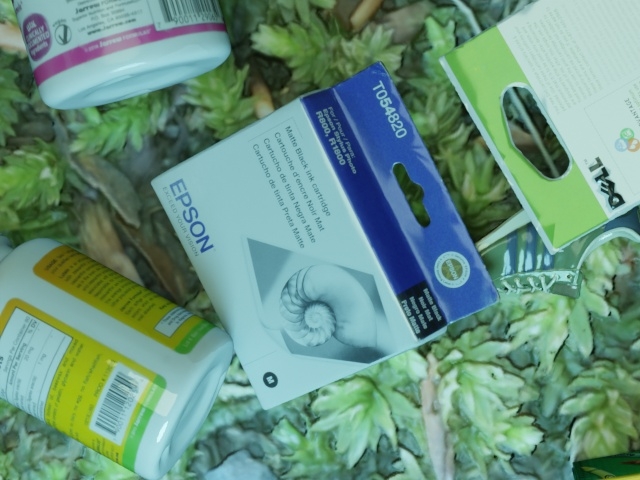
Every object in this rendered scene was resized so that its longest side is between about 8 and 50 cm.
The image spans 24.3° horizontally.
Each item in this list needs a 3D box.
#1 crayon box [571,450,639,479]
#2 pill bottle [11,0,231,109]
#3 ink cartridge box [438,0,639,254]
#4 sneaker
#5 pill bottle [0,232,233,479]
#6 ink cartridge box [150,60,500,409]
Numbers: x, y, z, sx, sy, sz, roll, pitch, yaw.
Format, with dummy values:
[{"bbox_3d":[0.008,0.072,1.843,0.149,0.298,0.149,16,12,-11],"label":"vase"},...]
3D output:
[{"bbox_3d":[0.312,0.308,1.209,0.165,0.081,0.278,-11,91,7],"label":"crayon box"},{"bbox_3d":[-0.185,-0.261,1.198,0.160,0.160,0.283,-16,90,6],"label":"pill bottle"},{"bbox_3d":[0.249,-0.130,1.187,0.255,0.097,0.189,-30,87,7],"label":"ink cartridge box"},{"bbox_3d":[0.179,0.017,1.218,0.192,0.064,0.086,-35,84,3],"label":"sneaker"},{"bbox_3d":[-0.207,0.082,1.224,0.245,0.136,0.136,28,95,9],"label":"pill bottle"},{"bbox_3d":[0.000,0.000,1.213,0.224,0.045,0.223,-27,89,26],"label":"ink cartridge box"}]
